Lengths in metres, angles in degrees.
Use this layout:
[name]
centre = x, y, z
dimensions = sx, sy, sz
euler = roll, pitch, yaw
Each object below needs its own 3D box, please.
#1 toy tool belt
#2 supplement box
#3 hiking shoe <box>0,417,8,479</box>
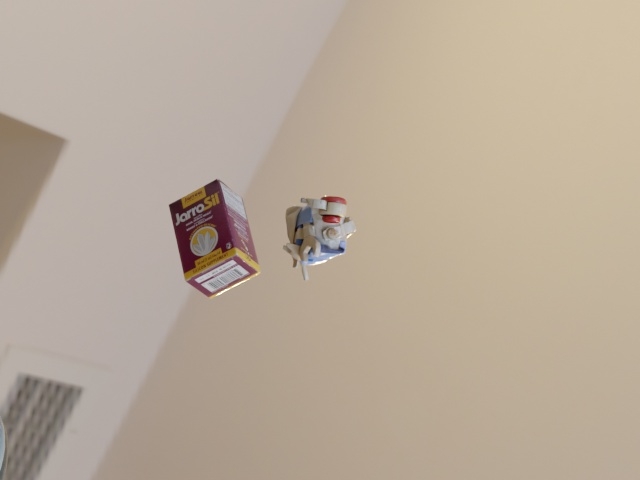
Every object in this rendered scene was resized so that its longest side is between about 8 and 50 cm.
[toy tool belt]
centre = 0.000, 0.000, 1.011
dimensions = 0.083, 0.052, 0.051
euler = 152, -56, -74
[supplement box]
centre = -0.091, -0.002, 1.219
dimensions = 0.055, 0.043, 0.083
euler = -28, -125, 16
[hiking shoe]
centre = -0.306, 0.091, 0.661
dimensions = 0.304, 0.132, 0.113
euler = -12, -138, -6
